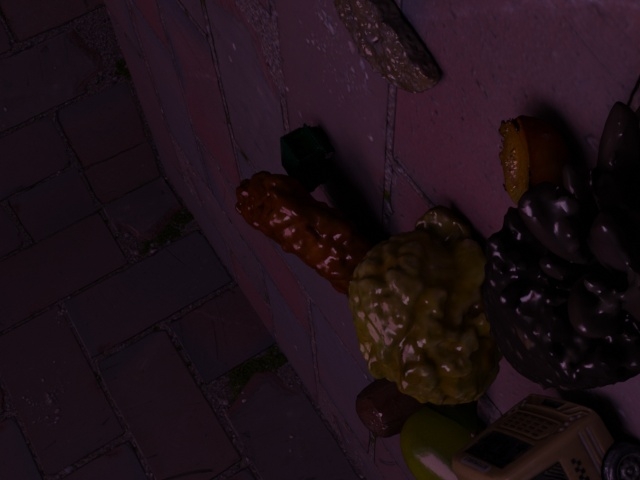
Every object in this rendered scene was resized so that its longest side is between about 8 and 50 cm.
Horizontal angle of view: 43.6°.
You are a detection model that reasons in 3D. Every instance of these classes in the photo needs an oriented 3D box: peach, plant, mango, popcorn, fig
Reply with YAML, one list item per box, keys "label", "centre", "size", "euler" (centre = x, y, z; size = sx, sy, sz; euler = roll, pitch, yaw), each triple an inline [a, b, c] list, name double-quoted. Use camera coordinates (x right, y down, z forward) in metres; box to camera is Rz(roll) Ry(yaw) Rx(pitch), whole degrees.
- label: "peach"
  centre: [0.210, -0.078, 0.778]
  size: [0.098, 0.061, 0.098]
  euler: [171, 90, -87]
- label: "plant"
  centre: [0.242, 0.028, 0.645]
  size: [0.194, 0.181, 0.321]
  euler: [56, 170, 17]
- label: "mango"
  centre: [0.261, 0.402, 1.400]
  size: [0.293, 0.143, 0.175]
  euler: [33, 145, 41]
- label: "popcorn"
  centre: [0.152, 0.086, 1.066]
  size: [0.236, 0.252, 0.206]
  euler: [24, -175, 7]
- label: "fig"
  centre: [0.221, 0.251, 1.325]
  size: [0.177, 0.117, 0.117]
  euler: [47, 170, -18]

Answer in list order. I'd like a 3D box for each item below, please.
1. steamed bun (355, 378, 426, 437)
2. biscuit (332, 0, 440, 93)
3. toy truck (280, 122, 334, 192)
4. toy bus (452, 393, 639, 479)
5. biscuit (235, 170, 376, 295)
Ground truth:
- label: "steamed bun"
  centre: [0.148, 0.336, 1.639]
  size: [0.106, 0.144, 0.175]
  euler: [61, 171, -6]
- label: "biscuit"
  centre: [0.059, -0.270, 0.982]
  size: [0.250, 0.032, 0.133]
  euler: [58, 167, 7]
- label: "toy truck"
  centre: [-0.023, -0.142, 1.424]
  size: [0.065, 0.079, 0.147]
  euler: [55, 167, 18]
- label: "toy bus"
  centre: [0.328, 0.388, 0.998]
  size: [0.365, 0.201, 0.177]
  euler: [61, 165, -4]
- label: "biscuit"
  centre: [0.000, 0.000, 1.413]
  size: [0.318, 0.110, 0.312]
  euler: [37, 175, -20]
